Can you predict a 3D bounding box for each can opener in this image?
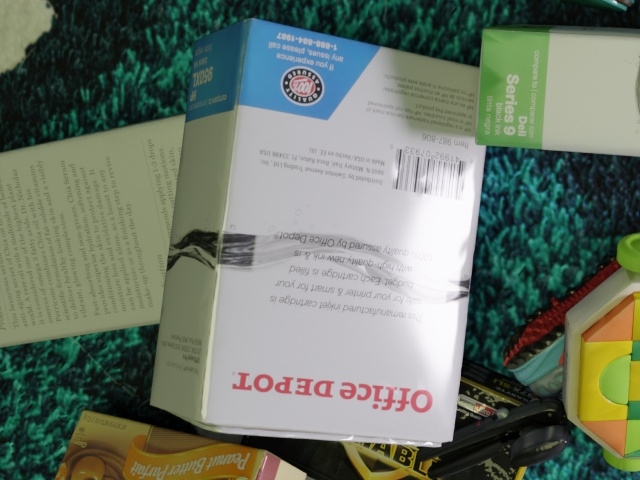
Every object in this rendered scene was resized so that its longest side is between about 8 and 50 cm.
[{"bbox_3d":[0.186,0.216,1.432,0.186,0.073,0.059,-19,101,29],"label":"can opener"}]

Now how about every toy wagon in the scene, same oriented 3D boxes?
[{"bbox_3d":[0.425,0.118,1.351,0.344,0.068,0.267,-2,120,2],"label":"toy wagon"}]

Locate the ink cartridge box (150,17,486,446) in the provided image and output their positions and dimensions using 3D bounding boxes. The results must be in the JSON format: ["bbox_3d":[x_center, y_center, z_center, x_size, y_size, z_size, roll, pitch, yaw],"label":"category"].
[{"bbox_3d":[0.000,0.000,1.359,0.285,0.166,0.395,9,86,-25],"label":"ink cartridge box"}]

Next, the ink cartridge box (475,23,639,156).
[{"bbox_3d":[0.318,-0.151,1.319,0.289,0.211,0.122,6,101,18],"label":"ink cartridge box"}]

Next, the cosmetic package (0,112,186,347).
[{"bbox_3d":[-0.258,-0.015,1.561,0.453,0.161,0.230,-9,97,19],"label":"cosmetic package"}]

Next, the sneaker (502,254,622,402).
[{"bbox_3d":[0.333,0.091,1.434,0.262,0.104,0.125,-35,111,19],"label":"sneaker"}]

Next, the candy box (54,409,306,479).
[{"bbox_3d":[-0.185,0.317,1.538,0.316,0.087,0.183,5,68,39],"label":"candy box"}]

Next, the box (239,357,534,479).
[{"bbox_3d":[0.077,0.240,1.541,0.322,0.079,0.257,24,108,13],"label":"box"}]

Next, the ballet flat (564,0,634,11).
[{"bbox_3d":[0.217,-0.308,1.399,0.247,0.083,0.087,14,89,14],"label":"ballet flat"}]
